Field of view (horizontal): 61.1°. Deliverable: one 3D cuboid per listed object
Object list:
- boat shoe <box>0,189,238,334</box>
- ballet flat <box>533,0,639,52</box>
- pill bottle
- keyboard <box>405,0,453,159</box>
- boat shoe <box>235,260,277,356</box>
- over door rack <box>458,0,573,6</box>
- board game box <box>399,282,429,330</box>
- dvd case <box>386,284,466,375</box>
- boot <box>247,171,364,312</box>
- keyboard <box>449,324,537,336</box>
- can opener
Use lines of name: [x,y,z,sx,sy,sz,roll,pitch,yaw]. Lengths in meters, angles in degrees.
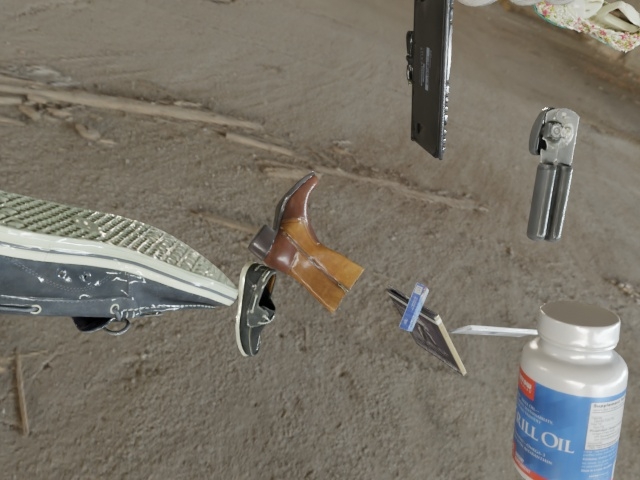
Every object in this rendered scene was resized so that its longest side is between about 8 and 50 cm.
boat shoe: [-0.342,0.056,0.866,0.186,0.156,0.500,37,12,37]
ballet flat: [0.517,-0.428,1.011,0.240,0.077,0.091,12,77,-17]
pill bottle: [0.315,0.195,0.688,0.124,0.222,0.124,0,13,0]
keyboard: [0.116,-0.187,0.579,0.023,0.180,0.108,-8,29,-10]
boat shoe: [-0.144,0.165,1.234,0.079,0.233,0.084,12,18,16]
over door rack: [0.161,-0.357,0.417,0.108,0.325,0.239,-3,17,39]
board game box: [0.180,0.129,1.039,0.020,0.090,0.090,22,-3,17]
dvd case: [0.247,0.209,1.264,0.018,0.221,0.164,-42,37,-13]
boot: [0.000,0.000,1.366,0.280,0.096,0.264,36,71,-9]
keyboard: [0.440,0.228,1.359,0.255,0.072,0.014,9,71,-30]
can opener: [0.489,-0.142,1.166,0.075,0.284,0.095,4,10,-11]
